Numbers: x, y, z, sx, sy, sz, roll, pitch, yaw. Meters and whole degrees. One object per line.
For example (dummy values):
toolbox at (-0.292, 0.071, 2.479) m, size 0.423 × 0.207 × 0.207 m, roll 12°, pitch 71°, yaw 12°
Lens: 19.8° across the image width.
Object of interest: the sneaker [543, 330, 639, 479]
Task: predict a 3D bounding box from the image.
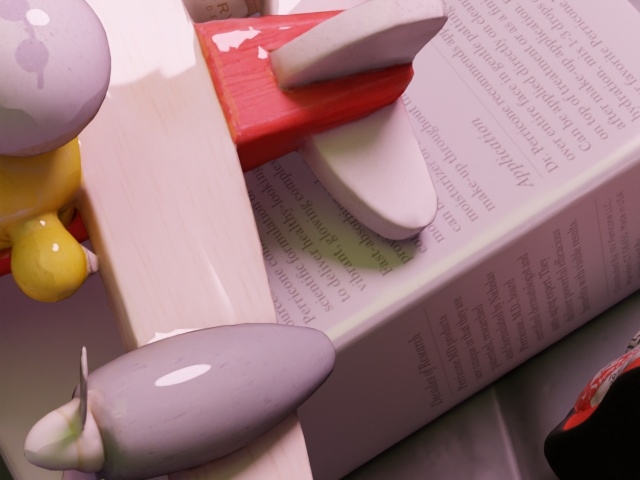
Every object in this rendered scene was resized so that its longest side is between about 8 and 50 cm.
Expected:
sneaker at (0.224, 0.063, 0.997) m, size 0.090 × 0.270 × 0.145 m, roll 44°, pitch 68°, yaw 1°

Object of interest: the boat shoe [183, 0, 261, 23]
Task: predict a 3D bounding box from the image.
boat shoe at (-0.073, -0.207, 1.236) m, size 0.110 × 0.121 × 0.341 m, roll -19°, pitch 27°, yaw 3°

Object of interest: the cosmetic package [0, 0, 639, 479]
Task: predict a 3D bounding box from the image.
cosmetic package at (0.000, 0.000, 1.133) m, size 0.453 × 0.161 × 0.230 m, roll -31°, pitch 58°, yaw -6°

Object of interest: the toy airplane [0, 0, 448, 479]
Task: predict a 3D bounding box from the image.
toy airplane at (-0.113, -0.064, 0.939) m, size 0.386 × 0.272 × 0.384 m, roll 26°, pitch 79°, yaw 7°
